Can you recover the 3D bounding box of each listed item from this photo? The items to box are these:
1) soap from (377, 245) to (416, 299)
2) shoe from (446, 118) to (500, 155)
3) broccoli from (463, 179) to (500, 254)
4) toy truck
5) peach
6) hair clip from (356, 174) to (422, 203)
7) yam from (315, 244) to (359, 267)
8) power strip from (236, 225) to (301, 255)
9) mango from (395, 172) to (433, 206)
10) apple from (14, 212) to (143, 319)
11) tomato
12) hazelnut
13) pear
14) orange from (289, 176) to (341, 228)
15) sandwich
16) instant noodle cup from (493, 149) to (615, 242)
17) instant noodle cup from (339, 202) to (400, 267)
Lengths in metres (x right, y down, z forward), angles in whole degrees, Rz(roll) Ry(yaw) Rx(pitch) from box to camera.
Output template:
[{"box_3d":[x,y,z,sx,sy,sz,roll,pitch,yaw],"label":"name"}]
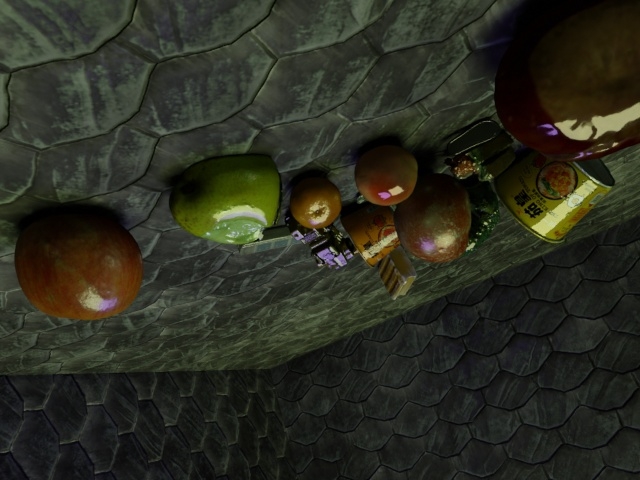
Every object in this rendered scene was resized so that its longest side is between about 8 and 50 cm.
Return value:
[{"box_3d":[0.343,0.148,2.391,0.089,0.173,0.274,-22,161,-11],"label":"soap"},{"box_3d":[0.443,-0.301,1.534,0.159,0.062,0.053,-28,-178,12],"label":"shoe"},{"box_3d":[0.495,-0.084,1.869,0.275,0.307,0.308,26,137,-27],"label":"broccoli"},{"box_3d":[0.001,-0.002,1.705,0.127,0.127,0.257,-28,127,22],"label":"toy truck"},{"box_3d":[0.184,-0.180,1.470,0.184,0.184,0.184,-15,159,-6],"label":"peach"},{"box_3d":[0.218,-0.173,1.692,0.229,0.036,0.066,-19,155,21],"label":"hair clip"},{"box_3d":[0.106,0.049,2.133,0.264,0.046,0.046,-20,159,9],"label":"yam"},{"box_3d":[-0.157,-0.007,1.779,0.272,0.052,0.078,-11,157,-17],"label":"power strip"},{"box_3d":[0.319,-0.157,1.734,0.163,0.089,0.117,-23,152,10],"label":"mango"},{"box_3d":[-0.608,0.081,1.347,0.302,0.301,0.301,-15,159,-6],"label":"apple"},{"box_3d":[0.331,-0.068,1.579,0.223,0.270,0.270,-3,159,5],"label":"tomato"},{"box_3d":[0.595,-0.352,1.152,0.409,0.359,0.359,-19,160,24],"label":"hazelnut"},{"box_3d":[-0.254,-0.093,1.358,0.292,0.159,0.292,-13,157,-6],"label":"pear"},{"box_3d":[-0.015,-0.112,1.520,0.155,0.134,0.154,-6,119,-10],"label":"orange"},{"box_3d":[0.495,-0.246,1.611,0.185,0.109,0.160,-30,-174,-32],"label":"sandwich"},{"box_3d":[0.793,-0.190,1.766,0.326,0.325,0.254,1,142,-39],"label":"instant noodle cup"},{"box_3d":[0.191,-0.037,1.792,0.172,0.215,0.216,-33,156,11],"label":"instant noodle cup"}]
